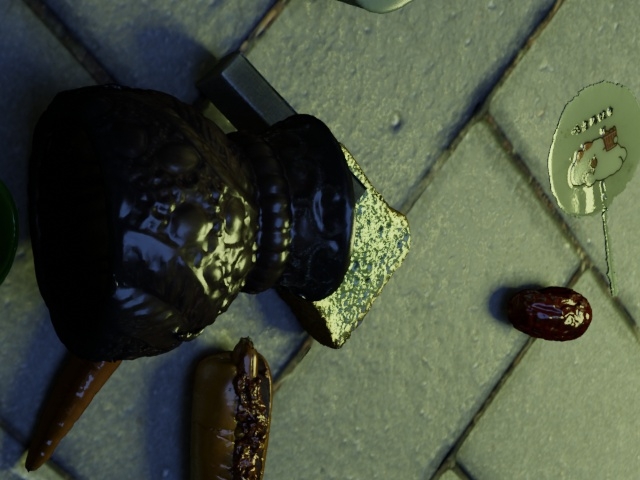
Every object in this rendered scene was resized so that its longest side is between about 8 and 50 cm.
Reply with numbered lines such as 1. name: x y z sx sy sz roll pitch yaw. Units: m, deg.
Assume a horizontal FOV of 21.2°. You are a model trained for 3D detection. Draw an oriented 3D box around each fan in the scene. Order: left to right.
1. fan: 0.385 -0.061 2.315 0.190 0.009 0.329 -29 122 -31

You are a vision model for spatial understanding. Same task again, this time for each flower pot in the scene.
1. flower pot: -0.123 -0.023 1.679 0.267 0.266 0.267 -4 108 -28

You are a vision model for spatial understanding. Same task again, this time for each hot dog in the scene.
1. hot dog: -0.101 0.228 1.947 0.102 0.076 0.249 -7 111 -36

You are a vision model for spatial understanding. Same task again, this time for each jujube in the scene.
1. jujube: 0.302 0.094 2.257 0.129 0.077 0.077 11 98 -38

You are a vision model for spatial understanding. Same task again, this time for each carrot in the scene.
1. carrot: -0.223 0.100 1.811 0.069 0.069 0.336 37 86 -43

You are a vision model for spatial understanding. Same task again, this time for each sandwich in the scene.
1. sandwich: 0.000 0.000 1.960 0.186 0.065 0.215 -53 132 -14

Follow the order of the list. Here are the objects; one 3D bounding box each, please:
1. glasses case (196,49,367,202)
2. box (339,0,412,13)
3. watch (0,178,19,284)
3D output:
1. glasses case: -0.040 -0.113 1.829 0.205 0.071 0.047 47 67 -15
2. box: 0.113 -0.492 1.813 0.396 0.111 0.397 -33 121 -18
3. watch: -0.363 0.012 1.625 0.152 0.131 0.165 -44 127 -45
